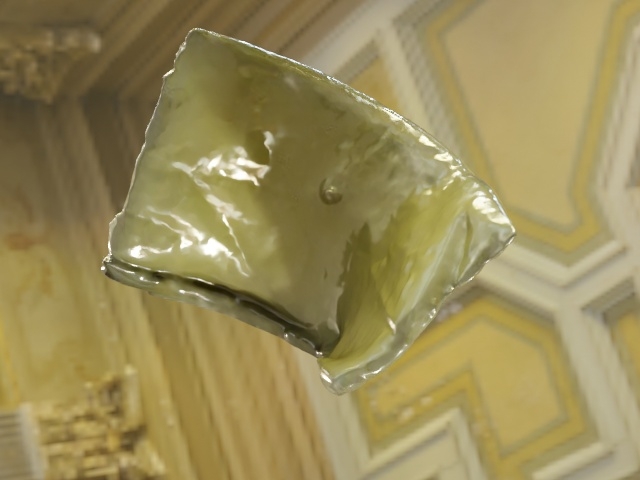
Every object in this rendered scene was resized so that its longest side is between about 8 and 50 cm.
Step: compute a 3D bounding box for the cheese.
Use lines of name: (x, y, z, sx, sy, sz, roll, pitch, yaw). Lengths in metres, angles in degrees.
cheese: (0.001, 0.001, 0.334, 0.084, 0.041, 0.060, 32, -75, 31)
